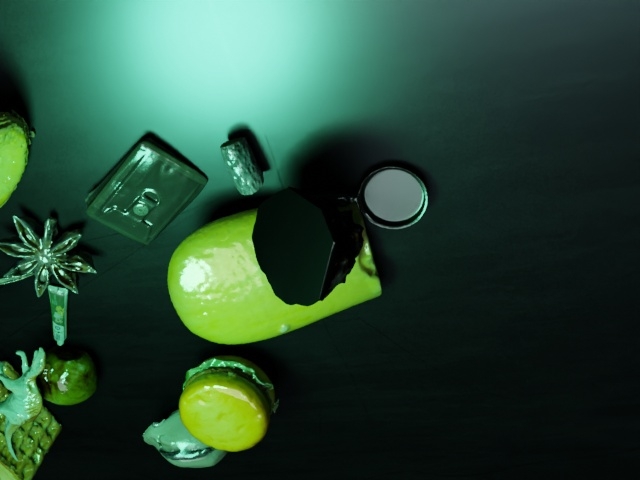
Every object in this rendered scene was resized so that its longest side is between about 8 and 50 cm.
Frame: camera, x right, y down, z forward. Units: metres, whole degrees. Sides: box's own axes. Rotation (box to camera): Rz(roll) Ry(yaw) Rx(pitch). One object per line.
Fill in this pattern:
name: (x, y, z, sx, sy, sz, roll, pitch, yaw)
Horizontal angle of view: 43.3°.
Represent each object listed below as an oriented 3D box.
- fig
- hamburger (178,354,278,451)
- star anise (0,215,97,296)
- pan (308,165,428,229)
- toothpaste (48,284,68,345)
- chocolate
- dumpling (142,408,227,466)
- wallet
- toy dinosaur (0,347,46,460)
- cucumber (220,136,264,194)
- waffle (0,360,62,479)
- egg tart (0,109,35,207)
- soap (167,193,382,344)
fig: (-0.637, 0.347, 2.041, 0.154, 0.144, 0.166, -39, 131, -5)
hamburger: (-0.218, 0.378, 1.953, 0.246, 0.170, 0.246, 5, 119, 9)
star anise: (-0.620, 0.036, 1.793, 0.262, 0.081, 0.230, -25, 123, 16)
pan: (0.091, -0.083, 1.563, 0.235, 0.028, 0.136, -1, 119, 5)
toothpaste: (-0.635, 0.186, 1.962, 0.049, 0.031, 0.204, 12, 130, -1)
chocolate: (0.000, 0.000, 1.541, 0.206, 0.177, 0.224, 35, 123, 35)
dumpling: (-0.319, 0.537, 2.123, 0.293, 0.163, 0.204, -2, 127, -2)
wallet: (-0.361, -0.095, 1.653, 0.168, 0.052, 0.245, 35, 126, -23)
toy dinosaur: (-0.769, 0.408, 2.011, 0.205, 0.092, 0.393, 23, 111, 23)
cucumber: (-0.154, -0.146, 1.552, 0.064, 0.064, 0.112, -11, 127, 20)
waffle: (-0.840, 0.495, 2.151, 0.091, 0.213, 0.308, -3, 132, 26)
egg tart: (-0.696, -0.135, 1.541, 0.120, 0.315, 0.315, 38, 131, 8)
soap: (-0.101, 0.067, 1.674, 0.427, 0.115, 0.306, -16, 124, -2)
